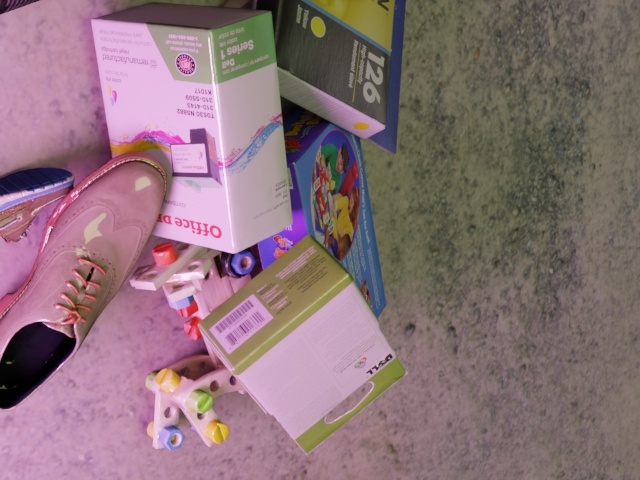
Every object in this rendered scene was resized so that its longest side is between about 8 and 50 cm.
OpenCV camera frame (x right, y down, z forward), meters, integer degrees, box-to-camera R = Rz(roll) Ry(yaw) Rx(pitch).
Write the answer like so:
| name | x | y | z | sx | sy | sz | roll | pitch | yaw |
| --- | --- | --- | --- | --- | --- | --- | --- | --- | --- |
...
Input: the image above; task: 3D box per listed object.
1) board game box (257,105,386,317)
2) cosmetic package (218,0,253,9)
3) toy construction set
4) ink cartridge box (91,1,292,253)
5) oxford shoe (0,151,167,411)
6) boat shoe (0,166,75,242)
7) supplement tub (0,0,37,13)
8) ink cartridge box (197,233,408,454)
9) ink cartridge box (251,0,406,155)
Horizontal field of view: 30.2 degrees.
| name | x | y | z | sx | sy | sz | roll | pitch | yaw |
| --- | --- | --- | --- | --- | --- | --- | --- | --- | --- |
| board game box | 0.000 | 0.000 | 1.676 | 0.233 | 0.078 | 0.347 | -53 | 138 | -55 |
| cosmetic package | -0.088 | -0.305 | 1.586 | 0.115 | 0.041 | 0.060 | -40 | 127 | -26 |
| toy construction set | -0.166 | 0.115 | 1.593 | 0.215 | 0.151 | 0.327 | -33 | 135 | -30 |
| ink cartridge box | -0.155 | -0.141 | 1.456 | 0.117 | 0.201 | 0.278 | -30 | 123 | -46 |
| oxford shoe | -0.284 | 0.057 | 1.402 | 0.123 | 0.130 | 0.348 | 30 | 99 | -30 |
| boat shoe | -0.375 | -0.034 | 1.404 | 0.183 | 0.066 | 0.066 | -21 | 123 | -25 |
| supplement tub | -0.329 | -0.350 | 1.236 | 0.338 | 0.207 | 0.207 | -29 | 122 | -32 |
| ink cartridge box | -0.016 | 0.144 | 1.548 | 0.189 | 0.097 | 0.255 | -39 | 139 | -6 |
| ink cartridge box | 0.037 | -0.309 | 1.614 | 0.307 | 0.072 | 0.303 | 21 | 66 | -42 |
